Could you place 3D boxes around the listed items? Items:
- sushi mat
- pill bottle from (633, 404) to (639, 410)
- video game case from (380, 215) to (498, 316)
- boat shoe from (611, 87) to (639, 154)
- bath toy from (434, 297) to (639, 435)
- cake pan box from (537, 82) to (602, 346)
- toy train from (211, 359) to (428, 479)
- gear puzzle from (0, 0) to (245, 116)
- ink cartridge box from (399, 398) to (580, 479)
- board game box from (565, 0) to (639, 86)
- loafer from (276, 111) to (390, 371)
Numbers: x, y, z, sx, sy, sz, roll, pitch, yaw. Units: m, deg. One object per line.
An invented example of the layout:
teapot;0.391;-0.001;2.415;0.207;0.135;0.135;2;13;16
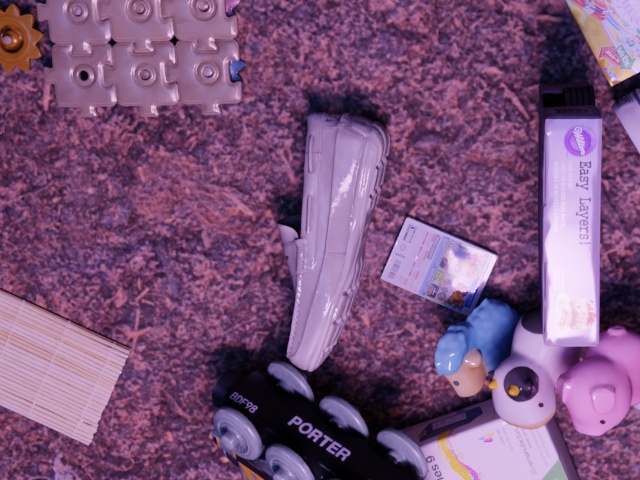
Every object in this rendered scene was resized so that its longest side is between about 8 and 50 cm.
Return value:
sushi mat;-0.417;0.143;1.979;0.317;0.019;0.151;24;108;2
pill bottle;0.485;0.179;1.792;0.209;0.119;0.119;19;107;4
video game case;0.146;0.032;1.864;0.122;0.011;0.087;23;106;3
boat shoe;0.496;-0.042;1.737;0.156;0.136;0.367;-32;88;12
bath toy;0.305;0.153;1.721;0.348;0.129;0.151;9;82;39
cake pan box;0.278;-0.041;1.703;0.070;0.246;0.266;-1;103;5
toy train;0.001;0.284;1.833;0.334;0.142;0.190;29;143;30
gear puzzle;-0.256;-0.240;1.845;0.339;0.044;0.175;0;106;12
ink cartridge box;0.200;0.290;1.882;0.212;0.093;0.154;-20;101;15
board game box;0.346;-0.270;1.744;0.103;0.026;0.154;-28;99;14
loafer;0.000;0.000;1.834;0.111;0.112;0.319;15;100;11
